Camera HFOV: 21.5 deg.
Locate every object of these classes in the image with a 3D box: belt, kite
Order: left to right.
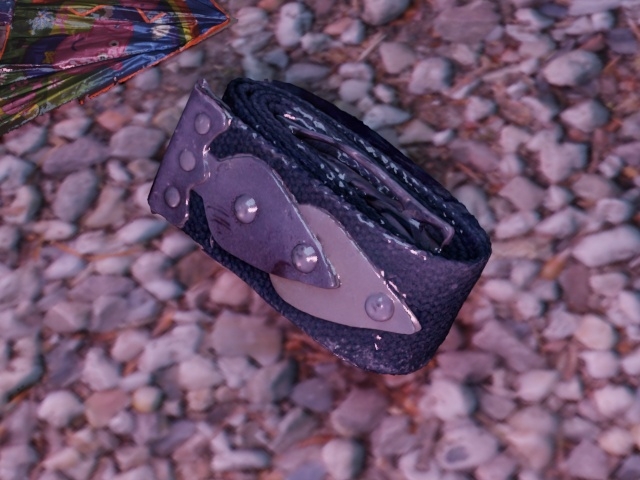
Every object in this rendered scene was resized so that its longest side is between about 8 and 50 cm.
[{"bbox_3d":[-0.177,-0.183,1.308,0.233,0.016,0.321,3,52,9],"label":"kite"},{"bbox_3d":[0.000,0.000,1.081,0.218,0.128,0.122,38,27,28],"label":"belt"}]
